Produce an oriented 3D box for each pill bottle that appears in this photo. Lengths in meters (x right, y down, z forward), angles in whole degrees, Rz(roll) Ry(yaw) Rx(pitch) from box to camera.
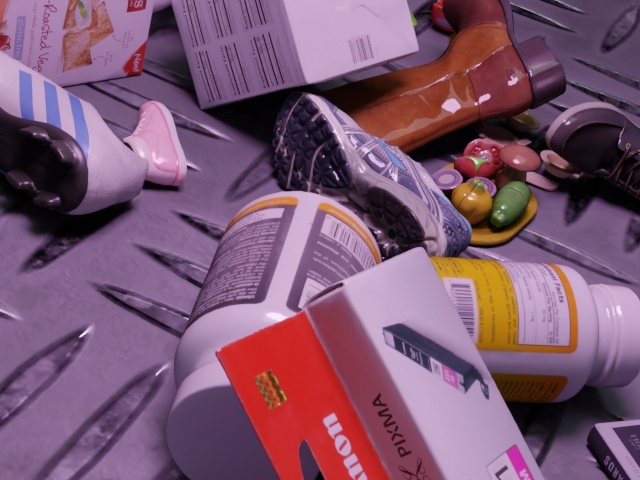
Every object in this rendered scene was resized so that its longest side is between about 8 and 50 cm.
[{"bbox_3d":[-0.039,0.090,1.219,0.162,0.162,0.278,16,36,1],"label":"pill bottle"},{"bbox_3d":[0.182,0.088,1.329,0.245,0.136,0.136,4,36,-17],"label":"pill bottle"}]

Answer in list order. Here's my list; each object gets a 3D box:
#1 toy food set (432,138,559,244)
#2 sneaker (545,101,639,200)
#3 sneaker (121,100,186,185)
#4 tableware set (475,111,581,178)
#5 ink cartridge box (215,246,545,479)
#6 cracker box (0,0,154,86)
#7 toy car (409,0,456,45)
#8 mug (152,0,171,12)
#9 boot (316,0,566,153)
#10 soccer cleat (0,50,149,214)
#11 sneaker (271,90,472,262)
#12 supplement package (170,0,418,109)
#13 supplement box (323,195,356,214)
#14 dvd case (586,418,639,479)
[{"bbox_3d":[0.200,-0.076,1.624,0.128,0.071,0.218,28,36,18],"label":"toy food set"},{"bbox_3d":[0.376,-0.094,1.671,0.222,0.083,0.118,11,33,-39],"label":"sneaker"},{"bbox_3d":[-0.199,-0.112,1.537,0.070,0.051,0.134,2,41,-27],"label":"sneaker"},{"bbox_3d":[0.278,-0.126,1.747,0.168,0.020,0.141,28,29,9],"label":"tableware set"},{"bbox_3d":[0.065,0.161,1.100,0.239,0.060,0.275,-22,84,-54],"label":"ink cartridge box"},{"bbox_3d":[-0.309,-0.259,1.608,0.232,0.156,0.067,-16,46,-37],"label":"cracker box"},{"bbox_3d":[0.140,-0.292,1.921,0.225,0.053,0.239,3,36,-16],"label":"toy car"},{"bbox_3d":[-0.185,-0.428,1.834,0.328,0.276,0.374,32,67,36],"label":"mug"},{"bbox_3d":[0.129,-0.211,1.752,0.280,0.096,0.264,-22,50,-11],"label":"boot"},{"bbox_3d":[-0.323,-0.130,1.483,0.331,0.116,0.143,38,25,26],"label":"soccer cleat"},{"bbox_3d":[0.055,-0.064,1.542,0.122,0.110,0.283,-9,49,-45],"label":"sneaker"},{"bbox_3d":[-0.032,-0.259,1.645,0.194,0.149,0.203,-21,10,-40],"label":"supplement package"},{"bbox_3d":[0.000,0.000,1.455,0.043,0.055,0.083,23,36,9],"label":"supplement box"},{"bbox_3d":[0.395,0.234,1.302,0.238,0.030,0.179,-1,38,-24],"label":"dvd case"}]
